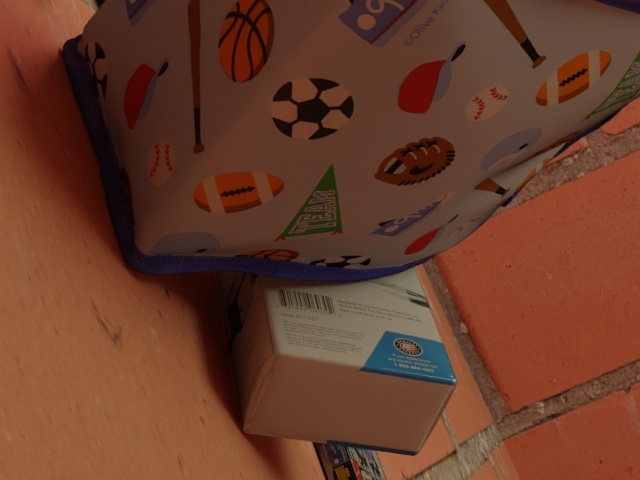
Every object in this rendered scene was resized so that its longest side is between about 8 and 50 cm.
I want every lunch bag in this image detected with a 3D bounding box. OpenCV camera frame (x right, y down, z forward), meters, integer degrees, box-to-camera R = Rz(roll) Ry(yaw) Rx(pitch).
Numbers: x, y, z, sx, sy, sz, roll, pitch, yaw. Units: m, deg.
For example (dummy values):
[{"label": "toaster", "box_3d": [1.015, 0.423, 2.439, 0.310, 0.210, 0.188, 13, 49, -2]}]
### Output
[{"label": "lunch bag", "box_3d": [0.075, -0.136, 0.922, 0.385, 0.328, 0.239, 6, 54, -40]}]

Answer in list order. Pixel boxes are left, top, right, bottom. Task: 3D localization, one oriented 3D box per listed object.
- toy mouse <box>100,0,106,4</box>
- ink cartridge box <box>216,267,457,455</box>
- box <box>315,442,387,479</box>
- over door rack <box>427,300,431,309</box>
[{"label": "toy mouse", "box_3d": [-0.171, -0.225, 1.139, 0.161, 0.031, 0.143, 61, 20, 15]}, {"label": "ink cartridge box", "box_3d": [0.006, 0.060, 1.005, 0.191, 0.139, 0.082, -107, -147, -54]}, {"label": "box", "box_3d": [0.027, 0.192, 1.192, 0.137, 0.027, 0.094, 51, 16, -62]}, {"label": "over door rack", "box_3d": [0.084, -0.042, 2.123, 0.324, 0.108, 0.239, 78, -5, -48]}]
